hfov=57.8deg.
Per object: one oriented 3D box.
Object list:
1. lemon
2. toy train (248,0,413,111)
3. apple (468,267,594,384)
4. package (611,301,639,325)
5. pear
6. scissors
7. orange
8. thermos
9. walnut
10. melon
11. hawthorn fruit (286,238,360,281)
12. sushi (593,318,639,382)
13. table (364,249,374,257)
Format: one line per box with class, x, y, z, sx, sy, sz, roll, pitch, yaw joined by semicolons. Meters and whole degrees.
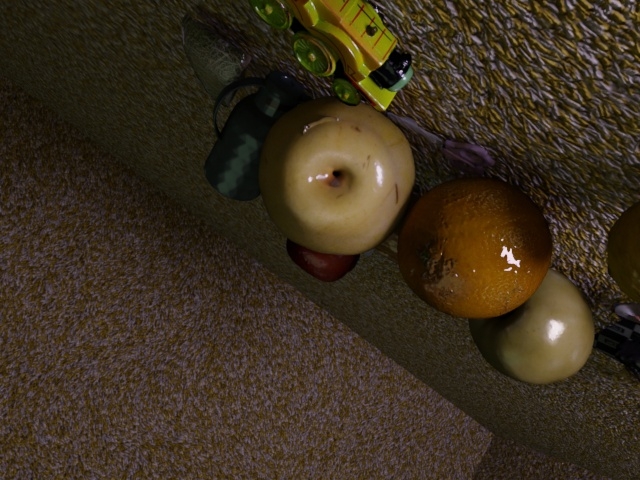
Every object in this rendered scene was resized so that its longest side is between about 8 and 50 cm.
lemon;0.496;0.013;0.795;0.180;0.181;0.193;31;165;10
toy train;0.023;-0.318;0.870;0.296;0.101;0.160;40;161;-24
apple;0.452;0.173;1.245;0.262;0.262;0.262;31;164;10
package;0.688;0.164;1.070;0.269;0.071;0.194;17;178;-10
pear;0.029;-0.118;1.081;0.309;0.309;0.309;31;164;10
scissors;0.212;-0.181;1.049;0.212;0.021;0.110;32;168;5
orange;0.275;0.013;1.053;0.274;0.274;0.274;31;164;10
thermos;-0.148;-0.230;1.225;0.182;0.145;0.287;13;134;-26
walnut;0.188;-0.029;1.310;0.197;0.165;0.165;27;163;20
melon;-0.192;-0.372;1.172;0.139;0.093;0.203;9;138;45
hawthorn fruit;0.000;0.000;1.695;0.249;0.215;0.215;40;164;-8
sushi;0.761;0.308;1.293;0.319;0.069;0.339;30;168;14
table;0.131;-0.005;1.561;0.175;0.062;0.146;37;-169;-8
